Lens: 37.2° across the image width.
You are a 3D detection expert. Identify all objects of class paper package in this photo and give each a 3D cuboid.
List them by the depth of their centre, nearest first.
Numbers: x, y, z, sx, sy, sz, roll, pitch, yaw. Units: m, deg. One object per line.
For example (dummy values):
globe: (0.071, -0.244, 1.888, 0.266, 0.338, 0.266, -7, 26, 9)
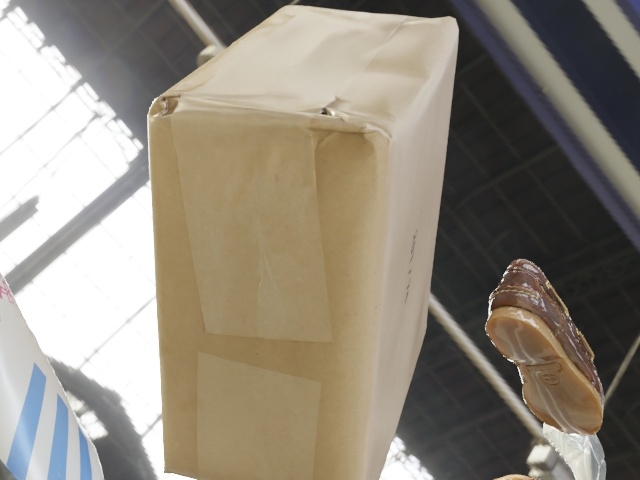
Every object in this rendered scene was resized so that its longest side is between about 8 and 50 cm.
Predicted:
paper package: (0.000, 0.000, 0.770, 0.168, 0.309, 0.325, 9, -61, 13)

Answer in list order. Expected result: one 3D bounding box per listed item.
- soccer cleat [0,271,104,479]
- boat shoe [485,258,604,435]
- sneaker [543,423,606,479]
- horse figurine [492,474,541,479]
soccer cleat: (-0.233, 0.120, 0.663, 0.331, 0.116, 0.143, 66, 9, 13)
boat shoe: (0.213, 0.101, 0.868, 0.073, 0.073, 0.207, -4, -43, 31)
sneaker: (0.319, 0.254, 1.205, 0.061, 0.152, 0.053, -22, -30, 28)
horse figurine: (0.177, 0.370, 1.238, 0.263, 0.174, 0.066, -10, -64, 2)
